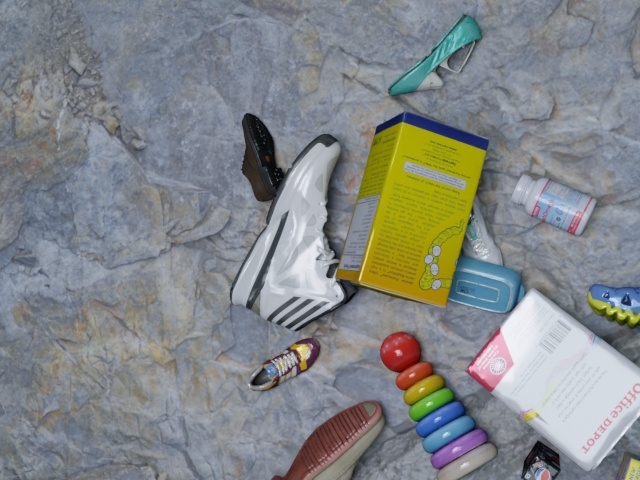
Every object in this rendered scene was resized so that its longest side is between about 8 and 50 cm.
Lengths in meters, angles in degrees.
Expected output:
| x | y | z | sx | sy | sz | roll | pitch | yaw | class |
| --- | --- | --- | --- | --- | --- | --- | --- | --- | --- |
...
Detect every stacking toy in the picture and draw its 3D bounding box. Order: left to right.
| x | y | z | sx | sy | sz | roll | pitch | yaw | class |
| --- | --- | --- | --- | --- | --- | --- | --- | --- | --- |
| 0.235 | 0.344 | 1.637 | 0.141 | 0.141 | 0.330 | -34 | 69 | 12 | stacking toy |

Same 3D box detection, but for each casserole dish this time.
| x | y | z | sx | sy | sz | roll | pitch | yaw | class |
| --- | --- | --- | --- | --- | --- | --- | --- | --- | --- |
| 0.338 | 0.100 | 1.634 | 0.188 | 0.037 | 0.114 | 15 | 124 | 18 | casserole dish |

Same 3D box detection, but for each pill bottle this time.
| x | y | z | sx | sy | sz | roll | pitch | yaw | class |
| --- | --- | --- | --- | --- | --- | --- | --- | --- | --- |
| 0.487 | -0.079 | 1.605 | 0.160 | 0.087 | 0.087 | 26 | 93 | 19 | pill bottle |

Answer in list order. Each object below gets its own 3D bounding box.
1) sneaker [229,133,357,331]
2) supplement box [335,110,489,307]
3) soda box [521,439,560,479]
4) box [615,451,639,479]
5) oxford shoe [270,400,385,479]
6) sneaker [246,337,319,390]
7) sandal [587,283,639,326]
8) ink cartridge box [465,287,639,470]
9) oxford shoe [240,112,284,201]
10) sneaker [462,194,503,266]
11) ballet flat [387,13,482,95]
| x | y | z | sx | sy | sz | roll | pitch | yaw | class |
| --- | --- | --- | --- | --- | --- | --- | --- | --- | --- |
| 0.000 | 0.000 | 1.737 | 0.257 | 0.169 | 0.447 | 28 | 99 | 7 | sneaker |
| 0.186 | -0.059 | 1.598 | 0.195 | 0.194 | 0.356 | 17 | 86 | -13 | supplement box |
| 0.441 | 0.450 | 1.528 | 0.053 | 0.169 | 0.060 | 33 | 95 | 16 | soda box |
| 0.676 | 0.556 | 1.465 | 0.243 | 0.117 | 0.213 | 19 | 87 | 19 | box |
| 0.015 | 0.523 | 1.700 | 0.397 | 0.140 | 0.146 | -45 | 105 | 4 | oxford shoe |
| -0.084 | 0.289 | 1.754 | 0.185 | 0.084 | 0.069 | -39 | 75 | 11 | sneaker |
| 0.692 | 0.121 | 1.513 | 0.317 | 0.126 | 0.138 | 10 | 84 | 10 | sandal |
| 0.484 | 0.275 | 1.551 | 0.306 | 0.131 | 0.226 | 40 | 97 | 15 | ink cartridge box |
| -0.159 | -0.197 | 1.826 | 0.096 | 0.083 | 0.227 | -27 | 67 | 33 | oxford shoe |
| 0.330 | -0.009 | 1.645 | 0.080 | 0.094 | 0.212 | -21 | 79 | 13 | sneaker |
| 0.263 | -0.392 | 1.712 | 0.247 | 0.083 | 0.087 | -44 | 88 | 11 | ballet flat |
